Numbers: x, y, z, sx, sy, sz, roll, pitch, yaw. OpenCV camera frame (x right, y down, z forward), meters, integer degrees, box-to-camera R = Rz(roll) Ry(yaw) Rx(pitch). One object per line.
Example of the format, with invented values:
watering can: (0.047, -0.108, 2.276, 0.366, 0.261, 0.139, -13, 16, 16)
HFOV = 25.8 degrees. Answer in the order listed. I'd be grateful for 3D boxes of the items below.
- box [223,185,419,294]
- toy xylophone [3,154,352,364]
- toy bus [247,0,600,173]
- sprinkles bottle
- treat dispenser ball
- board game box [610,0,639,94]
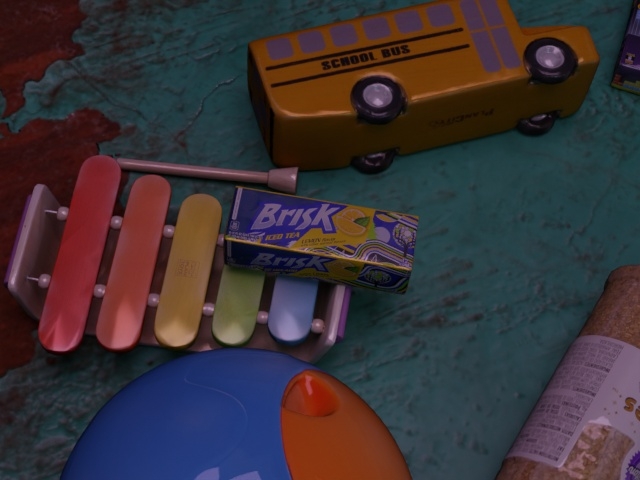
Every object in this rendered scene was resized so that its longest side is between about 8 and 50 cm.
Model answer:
box: (0.000, 0.000, 1.254, 0.169, 0.054, 0.059, 9, 62, 2)
toy xylophone: (-0.127, 0.010, 1.317, 0.323, 0.081, 0.236, 2, 62, -3)
toy bus: (0.102, -0.162, 1.406, 0.333, 0.108, 0.130, -14, 63, -10)
sprinkles bottle: (0.231, 0.187, 1.227, 0.121, 0.121, 0.355, 30, 65, 11)
treat dispenser ball: (-0.065, 0.228, 1.093, 0.288, 0.288, 0.288, 1, 63, -3)
board game box: (0.407, -0.206, 1.480, 0.170, 0.048, 0.141, 17, 62, 5)
